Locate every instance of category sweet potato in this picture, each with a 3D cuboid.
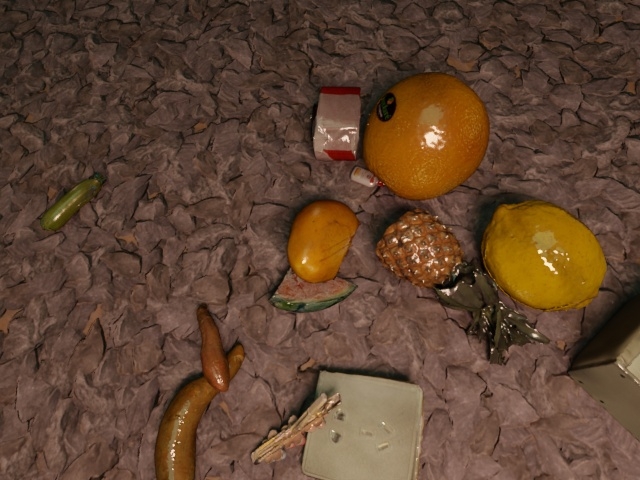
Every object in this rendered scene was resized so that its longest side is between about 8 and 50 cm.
[{"bbox_3d":[-0.218,0.199,0.854,0.050,0.050,0.214,-21,49,-7],"label":"sweet potato"},{"bbox_3d":[-0.244,0.351,0.814,0.109,0.079,0.345,19,63,-4],"label":"sweet potato"}]

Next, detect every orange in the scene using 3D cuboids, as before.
[{"bbox_3d":[0.225,-0.222,0.941,0.275,0.274,0.274,-1,67,2],"label":"orange"}]

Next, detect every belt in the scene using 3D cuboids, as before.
[{"bbox_3d":[0.034,-0.282,1.044,0.124,0.128,0.200,3,63,4],"label":"belt"}]

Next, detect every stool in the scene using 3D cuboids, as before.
[{"bbox_3d":[0.657,0.244,0.772,0.244,0.170,0.269,-39,71,-13],"label":"stool"}]

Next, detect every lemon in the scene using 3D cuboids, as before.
[{"bbox_3d":[0.435,0.030,0.855,0.204,0.204,0.260,-42,88,-15],"label":"lemon"}]

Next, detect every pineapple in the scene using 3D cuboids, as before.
[{"bbox_3d":[0.278,0.091,0.857,0.165,0.165,0.364,-41,71,-14],"label":"pineapple"}]

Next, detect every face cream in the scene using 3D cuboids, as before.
[{"bbox_3d":[0.115,-0.149,1.041,0.083,0.021,0.040,23,70,11],"label":"face cream"}]

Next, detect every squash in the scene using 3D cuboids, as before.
[{"bbox_3d":[-0.587,-0.092,1.030,0.052,0.052,0.183,34,69,15],"label":"squash"}]

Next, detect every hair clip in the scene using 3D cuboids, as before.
[{"bbox_3d":[-0.042,0.344,0.791,0.214,0.056,0.062,-46,38,17],"label":"hair clip"}]

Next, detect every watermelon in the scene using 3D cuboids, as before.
[{"bbox_3d":[-0.024,0.098,0.921,0.187,0.071,0.139,-5,46,-16],"label":"watermelon"}]

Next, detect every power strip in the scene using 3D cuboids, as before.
[{"bbox_3d":[0.083,0.351,0.803,0.213,0.064,0.198,5,67,20],"label":"power strip"}]

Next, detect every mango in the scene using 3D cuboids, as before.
[{"bbox_3d":[0.000,0.000,0.887,0.126,0.153,0.252,12,26,15],"label":"mango"}]
